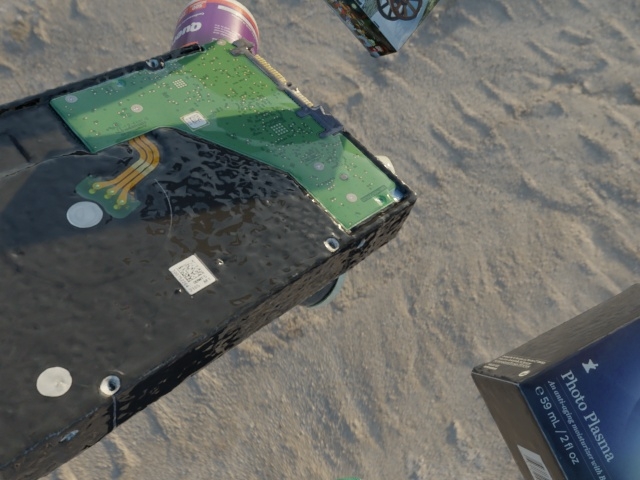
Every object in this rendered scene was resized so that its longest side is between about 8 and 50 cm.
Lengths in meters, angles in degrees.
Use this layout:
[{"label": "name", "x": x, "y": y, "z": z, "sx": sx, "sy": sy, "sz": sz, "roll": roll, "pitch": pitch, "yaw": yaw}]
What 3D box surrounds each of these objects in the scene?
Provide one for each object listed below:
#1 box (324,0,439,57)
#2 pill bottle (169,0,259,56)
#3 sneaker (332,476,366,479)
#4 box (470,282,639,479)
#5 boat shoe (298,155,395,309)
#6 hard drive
[{"label": "box", "x": 0.072, "y": -0.294, "z": 0.506, "sx": 0.159, "sy": 0.044, "sz": 0.233, "roll": 42, "pitch": 80, "yaw": -25}, {"label": "pill bottle", "x": -0.223, "y": -0.349, "z": 1.260, "sx": 0.182, "sy": 0.181, "sz": 0.322, "roll": -2, "pitch": 49, "yaw": 1}, {"label": "sneaker", "x": -0.062, "y": 0.367, "z": 0.715, "sx": 0.302, "sy": 0.121, "sz": 0.108, "roll": -45, "pitch": 35, "yaw": 24}, {"label": "box", "x": 0.413, "y": 0.241, "z": 0.799, "sx": 0.294, "sy": 0.183, "sz": 0.296, "roll": -26, "pitch": 85, "yaw": -8}, {"label": "boat shoe", "x": 0.000, "y": 0.000, "z": 0.691, "sx": 0.079, "sy": 0.254, "sz": 0.095, "roll": 1, "pitch": 59, "yaw": -23}, {"label": "hard drive", "x": -0.123, "y": -0.022, "z": 0.445, "sx": 0.339, "sy": 0.064, "sz": 0.237, "roll": -33, "pitch": 69, "yaw": -33}]
